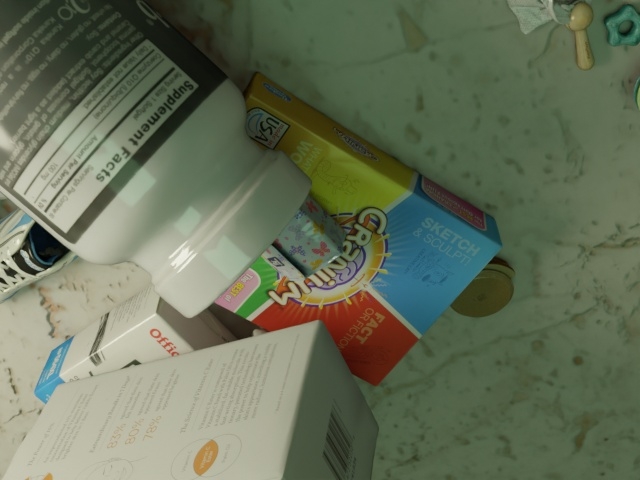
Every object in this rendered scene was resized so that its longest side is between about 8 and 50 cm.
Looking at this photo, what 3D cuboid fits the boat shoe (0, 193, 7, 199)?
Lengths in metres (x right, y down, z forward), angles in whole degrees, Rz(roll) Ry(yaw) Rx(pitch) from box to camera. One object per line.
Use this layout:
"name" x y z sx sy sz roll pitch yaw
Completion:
"boat shoe" -0.340 -0.124 0.878 0.063 0.066 0.184 -7 116 -19

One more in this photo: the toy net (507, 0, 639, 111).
"toy net" 0.287 -0.210 0.816 0.232 0.045 0.122 27 118 -14

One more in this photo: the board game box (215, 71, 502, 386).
"board game box" 0.000 0.000 0.938 0.317 0.064 0.242 29 118 -15

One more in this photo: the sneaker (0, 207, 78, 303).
"sneaker" -0.333 0.015 0.945 0.237 0.086 0.085 -34 116 21

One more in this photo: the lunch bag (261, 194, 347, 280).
"lunch bag" -0.026 0.002 0.872 0.083 0.053 0.071 -32 114 29

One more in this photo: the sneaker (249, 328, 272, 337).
"sneaker" -0.028 0.214 1.054 0.123 0.105 0.290 -4 132 0

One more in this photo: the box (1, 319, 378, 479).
"box" -0.136 0.245 0.877 0.346 0.215 0.168 -16 120 21

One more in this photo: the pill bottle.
"pill bottle" -0.198 -0.110 0.746 0.363 0.210 0.210 42 114 -11

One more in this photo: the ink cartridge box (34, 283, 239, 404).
"ink cartridge box" -0.214 0.157 1.026 0.203 0.086 0.148 -33 115 20

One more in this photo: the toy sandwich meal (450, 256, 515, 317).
"toy sandwich meal" 0.186 0.054 0.989 0.086 0.029 0.085 -2 132 -2
